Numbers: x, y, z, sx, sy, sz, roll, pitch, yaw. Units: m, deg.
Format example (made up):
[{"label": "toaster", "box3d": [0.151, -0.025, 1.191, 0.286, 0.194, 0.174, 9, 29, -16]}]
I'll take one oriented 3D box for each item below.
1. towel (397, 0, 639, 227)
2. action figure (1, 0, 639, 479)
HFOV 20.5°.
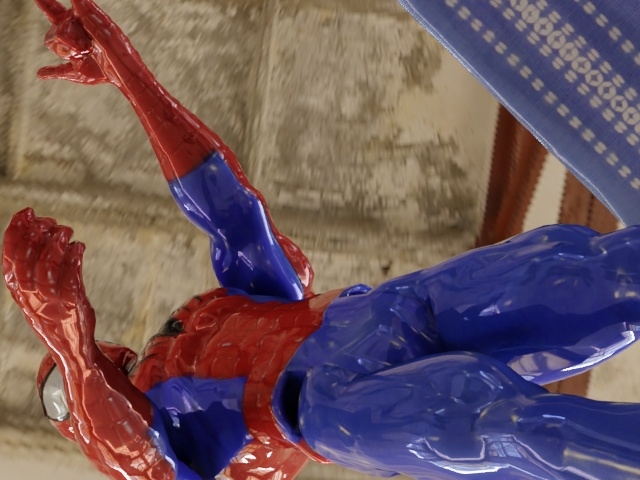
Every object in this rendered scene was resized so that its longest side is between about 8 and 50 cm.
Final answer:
[{"label": "towel", "box3d": [0.201, -0.132, 0.598, 0.243, 0.040, 0.336, 44, -67, -7]}, {"label": "action figure", "box3d": [0.000, 0.000, 0.355, 0.139, 0.280, 0.091, 50, -125, -19]}]
